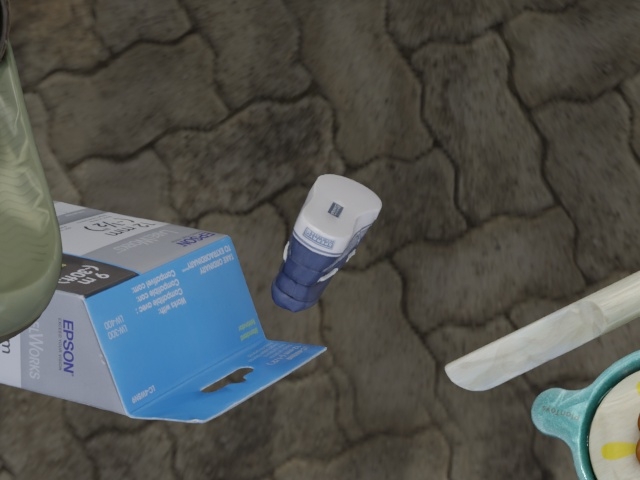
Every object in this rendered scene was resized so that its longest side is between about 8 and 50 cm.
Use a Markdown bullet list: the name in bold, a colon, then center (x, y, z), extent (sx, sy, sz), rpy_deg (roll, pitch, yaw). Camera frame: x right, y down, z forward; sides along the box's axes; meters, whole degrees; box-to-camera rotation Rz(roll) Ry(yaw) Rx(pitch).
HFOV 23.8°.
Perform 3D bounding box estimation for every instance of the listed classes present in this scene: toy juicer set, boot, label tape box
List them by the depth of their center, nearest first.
- **toy juicer set**: center (0.256, 0.106, 0.986), extent (0.209, 0.089, 0.329), rpy_deg (-44, 59, -6)
- **boot**: center (0.000, 0.000, 1.419), extent (0.069, 0.190, 0.086), rpy_deg (30, 111, 7)
- **label tape box**: center (-0.199, 0.058, 1.428), extent (0.347, 0.249, 0.115), rpy_deg (9, 107, 26)

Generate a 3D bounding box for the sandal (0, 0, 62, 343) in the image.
- **sandal**: center (-0.166, -0.103, 0.568), extent (0.303, 0.120, 0.086), rpy_deg (60, 140, 19)
